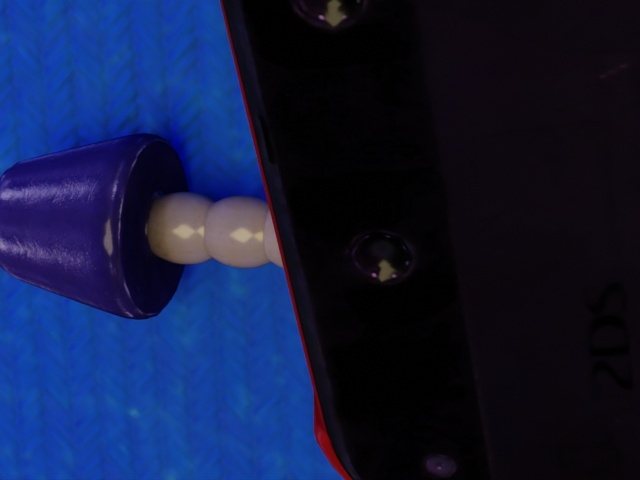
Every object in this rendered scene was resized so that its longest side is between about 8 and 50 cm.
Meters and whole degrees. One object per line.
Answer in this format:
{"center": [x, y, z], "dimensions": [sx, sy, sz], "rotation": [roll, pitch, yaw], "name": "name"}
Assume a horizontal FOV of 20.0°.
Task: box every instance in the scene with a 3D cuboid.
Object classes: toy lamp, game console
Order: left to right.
{"center": [0.000, 0.000, 0.718], "dimensions": [0.274, 0.080, 0.080], "rotation": [5, 106, 19], "name": "toy lamp"}
{"center": [0.140, -0.056, 0.517], "dimensions": [0.342, 0.060, 0.387], "rotation": [-4, 130, 11], "name": "game console"}
